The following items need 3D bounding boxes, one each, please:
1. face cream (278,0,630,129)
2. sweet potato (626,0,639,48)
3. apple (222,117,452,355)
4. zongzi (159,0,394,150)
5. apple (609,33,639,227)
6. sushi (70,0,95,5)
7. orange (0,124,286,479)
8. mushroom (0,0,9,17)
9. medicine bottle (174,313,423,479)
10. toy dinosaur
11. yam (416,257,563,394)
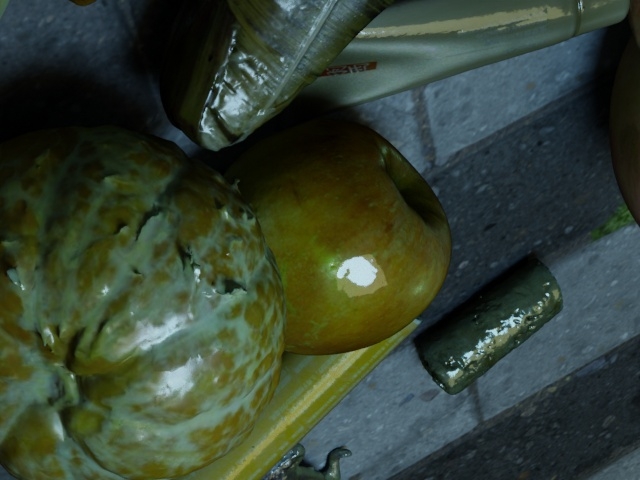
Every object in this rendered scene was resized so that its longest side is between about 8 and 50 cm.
[{"bbox_3d":[0.119,-0.195,1.692,0.341,0.084,0.137,-18,149,-12],"label":"face cream"},{"bbox_3d":[0.325,-0.305,1.715,0.078,0.058,0.255,-36,137,-71],"label":"sweet potato"},{"bbox_3d":[0.000,0.000,1.692,0.207,0.237,0.237,-36,145,21],"label":"apple"},{"bbox_3d":[-0.068,-0.229,1.451,0.286,0.134,0.288,-47,143,9],"label":"zongzi"},{"bbox_3d":[0.464,-0.127,1.811,0.364,0.364,0.364,-21,140,-19],"label":"apple"},{"bbox_3d":[-0.185,-0.288,1.300,0.140,0.149,0.287,-59,154,-31],"label":"sushi"},{"bbox_3d":[-0.190,0.064,1.526,0.329,0.329,0.249,-60,180,28],"label":"orange"},{"bbox_3d":[-0.340,-0.233,1.136,0.352,0.260,0.352,-6,153,-3],"label":"mushroom"},{"bbox_3d":[-0.071,0.199,1.926,0.426,0.108,0.108,-45,142,10],"label":"medicine bottle"},{"bbox_3d":[-0.026,0.342,2.144,0.162,0.077,0.294,-10,121,-25],"label":"toy dinosaur"},{"bbox_3d":[0.192,0.098,2.054,0.179,0.078,0.078,-39,143,-2],"label":"yam"}]
